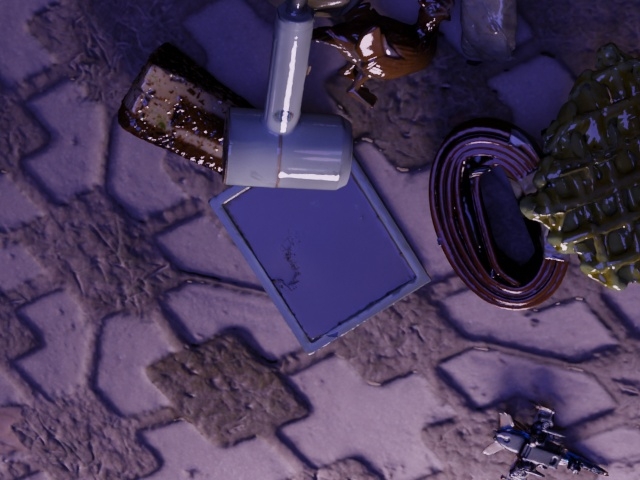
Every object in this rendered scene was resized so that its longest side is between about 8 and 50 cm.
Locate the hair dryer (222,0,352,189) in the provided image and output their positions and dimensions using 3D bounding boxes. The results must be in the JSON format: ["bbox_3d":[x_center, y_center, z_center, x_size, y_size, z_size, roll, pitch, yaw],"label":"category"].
[{"bbox_3d":[-0.030,-0.207,1.468,0.173,0.108,0.357,1,138,-9],"label":"hair dryer"}]

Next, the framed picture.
[{"bbox_3d":[0.000,0.000,1.649,0.216,0.016,0.273,-31,98,3],"label":"framed picture"}]

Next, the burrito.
[{"bbox_3d":[0.226,-0.370,1.490,0.082,0.059,0.275,10,109,25],"label":"burrito"}]

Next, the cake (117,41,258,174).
[{"bbox_3d":[-0.164,-0.160,1.603,0.246,0.135,0.112,36,110,0],"label":"cake"}]

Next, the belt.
[{"bbox_3d":[0.248,-0.038,1.561,0.184,0.105,0.262,-13,103,14],"label":"belt"}]

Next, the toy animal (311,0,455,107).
[{"bbox_3d":[0.079,-0.270,1.509,0.188,0.089,0.179,13,131,-37],"label":"toy animal"}]

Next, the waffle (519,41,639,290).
[{"bbox_3d":[0.424,-0.089,1.469,0.297,0.073,0.317,28,89,-7],"label":"waffle"}]

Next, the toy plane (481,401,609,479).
[{"bbox_3d":[0.334,0.312,1.668,0.188,0.062,0.135,25,109,5],"label":"toy plane"}]

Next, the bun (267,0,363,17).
[{"bbox_3d":[-0.011,-0.366,1.515,0.166,0.113,0.173,-33,78,-18],"label":"bun"}]
